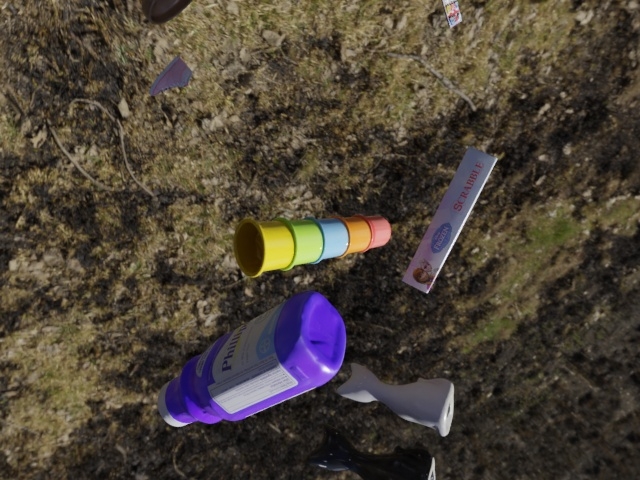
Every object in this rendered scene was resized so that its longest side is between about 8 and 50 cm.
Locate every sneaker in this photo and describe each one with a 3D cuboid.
[{"bbox_3d":[-0.415,-0.444,1.222,0.070,0.051,0.134,41,89,-17],"label":"sneaker"}]

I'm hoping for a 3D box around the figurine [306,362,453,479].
[{"bbox_3d":[0.107,0.322,0.758,0.215,0.209,0.092,-58,145,-38],"label":"figurine"}]

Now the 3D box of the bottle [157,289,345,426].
[{"bbox_3d":[-0.100,0.168,0.566,0.283,0.118,0.092,-31,110,27],"label":"bottle"}]

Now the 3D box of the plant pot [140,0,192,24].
[{"bbox_3d":[-0.431,-0.735,1.218,0.237,0.237,0.110,-43,105,2],"label":"plant pot"}]

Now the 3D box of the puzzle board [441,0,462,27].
[{"bbox_3d":[0.379,-0.673,1.256,0.128,0.011,0.096,-48,121,-45],"label":"puzzle board"}]

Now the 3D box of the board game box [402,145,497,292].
[{"bbox_3d":[0.317,-0.055,1.052,0.318,0.066,0.318,-67,164,15],"label":"board game box"}]

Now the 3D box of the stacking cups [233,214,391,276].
[{"bbox_3d":[0.000,0.000,0.790,0.316,0.096,0.096,-6,125,-43],"label":"stacking cups"}]
